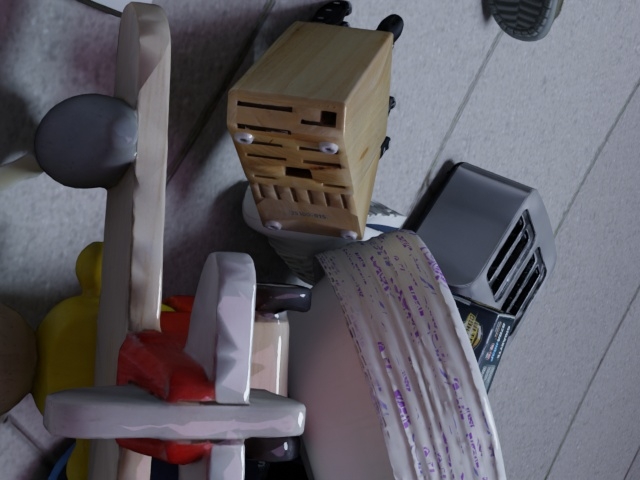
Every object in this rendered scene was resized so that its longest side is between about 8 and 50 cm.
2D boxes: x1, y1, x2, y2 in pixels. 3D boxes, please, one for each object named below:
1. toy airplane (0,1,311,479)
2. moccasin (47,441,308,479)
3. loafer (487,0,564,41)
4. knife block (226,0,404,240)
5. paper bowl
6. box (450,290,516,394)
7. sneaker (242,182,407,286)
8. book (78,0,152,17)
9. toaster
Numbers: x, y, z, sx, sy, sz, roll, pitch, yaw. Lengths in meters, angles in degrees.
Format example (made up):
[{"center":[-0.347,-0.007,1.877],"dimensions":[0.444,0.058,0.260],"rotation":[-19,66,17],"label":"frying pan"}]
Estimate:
[{"center":[-0.145,0.094,0.930],"dimensions":[0.384,0.272,0.386],"rotation":[96,-1,-47],"label":"toy airplane"},{"center":[-0.096,0.206,1.222],"dimensions":[0.342,0.117,0.137],"rotation":[-8,115,-56],"label":"moccasin"},{"center":[0.235,-0.330,1.436],"dimensions":[0.087,0.094,0.251],"rotation":[-25,129,-44],"label":"loafer"},{"center":[0.009,-0.136,1.127],"dimensions":[0.275,0.088,0.242],"rotation":[74,25,-66],"label":"knife block"},{"center":[0.049,0.143,1.195],"dimensions":[0.148,0.284,0.284],"rotation":[-17,133,-6],"label":"paper bowl"},{"center":[0.078,0.147,1.404],"dimensions":[0.051,0.175,0.220],"rotation":[16,94,-60],"label":"box"},{"center":[0.000,0.000,1.286],"dimensions":[0.235,0.090,0.095],"rotation":[10,109,-57],"label":"sneaker"},{"center":[-0.164,-0.215,0.947],"dimensions":[0.144,0.035,0.096],"rotation":[12,94,-58],"label":"book"},{"center":[0.175,0.019,1.541],"dimensions":[0.185,0.110,0.168],"rotation":[-56,148,-21],"label":"toaster"}]
